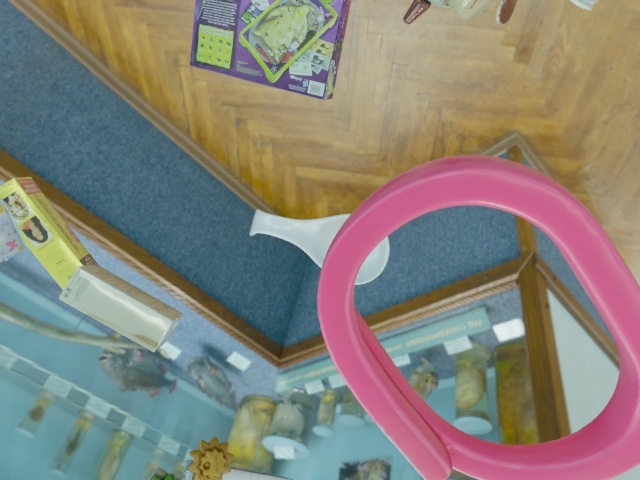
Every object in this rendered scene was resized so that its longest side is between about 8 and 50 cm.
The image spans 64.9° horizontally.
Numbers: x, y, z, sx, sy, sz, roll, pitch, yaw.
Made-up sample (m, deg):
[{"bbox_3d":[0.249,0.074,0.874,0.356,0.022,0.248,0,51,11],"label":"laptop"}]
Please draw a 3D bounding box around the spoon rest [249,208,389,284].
[{"bbox_3d":[0.000,0.000,0.974,0.277,0.137,0.084,15,177,-3],"label":"spoon rest"}]

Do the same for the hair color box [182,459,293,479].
[{"bbox_3d":[-0.196,0.622,1.166,0.105,0.173,0.347,0,152,25],"label":"hair color box"}]

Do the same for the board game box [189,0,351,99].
[{"bbox_3d":[-0.116,-0.435,1.049,0.347,0.056,0.208,21,118,21],"label":"board game box"}]

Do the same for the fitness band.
[{"bbox_3d":[0.127,0.076,0.374,0.209,0.054,0.290,-33,104,17],"label":"fitness band"}]

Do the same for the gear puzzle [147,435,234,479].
[{"bbox_3d":[-0.253,0.491,0.840,0.175,0.339,0.044,47,148,-15],"label":"gear puzzle"}]

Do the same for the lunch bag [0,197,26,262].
[{"bbox_3d":[-0.433,-0.012,0.645,0.053,0.071,0.083,16,129,22],"label":"lunch bag"}]

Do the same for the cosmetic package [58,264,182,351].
[{"bbox_3d":[-0.215,0.073,0.552,0.115,0.041,0.060,31,177,-2],"label":"cosmetic package"}]

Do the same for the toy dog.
[{"bbox_3d":[0.248,-0.415,0.785,0.334,0.220,0.161,-5,161,-27],"label":"toy dog"}]

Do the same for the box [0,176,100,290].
[{"bbox_3d":[-0.475,-0.001,0.892,0.058,0.087,0.232,-35,102,-5],"label":"box"}]
